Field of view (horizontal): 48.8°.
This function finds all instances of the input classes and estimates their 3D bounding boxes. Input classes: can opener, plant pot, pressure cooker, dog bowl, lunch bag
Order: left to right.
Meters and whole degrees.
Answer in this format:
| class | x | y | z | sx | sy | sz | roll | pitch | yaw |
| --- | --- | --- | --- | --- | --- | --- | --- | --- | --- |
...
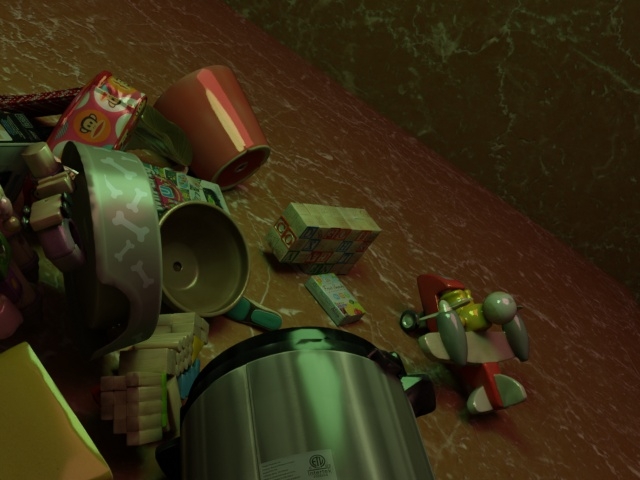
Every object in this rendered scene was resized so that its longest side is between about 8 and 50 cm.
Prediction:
| class | x | y | z | sx | sy | sz | roll | pitch | yaw |
| --- | --- | --- | --- | --- | --- | --- | --- | --- | --- |
| plant pot | -0.404 | 0.287 | 0.834 | 0.187 | 0.212 | 0.212 | -20 | 61 | -45 |
| can opener | -0.580 | -0.241 | 1.613 | 0.073 | 0.059 | 0.186 | 45 | 27 | 15 |
| lunch bag | -0.458 | -0.164 | 1.380 | 0.120 | 0.258 | 0.293 | 31 | 68 | -11 |
| dog bowl | -0.341 | 0.014 | 1.130 | 0.102 | 0.348 | 0.348 | -5 | 46 | -28 |
| plant pot | -0.265 | 0.045 | 1.439 | 0.237 | 0.110 | 0.237 | 13 | 70 | -40 |
| plant pot | -0.276 | -0.280 | 1.865 | 0.243 | 0.275 | 0.275 | 54 | 28 | 10 |
| pressure cooker | -0.019 | 0.331 | 1.039 | 0.370 | 0.375 | 0.420 | 20 | 32 | -27 |

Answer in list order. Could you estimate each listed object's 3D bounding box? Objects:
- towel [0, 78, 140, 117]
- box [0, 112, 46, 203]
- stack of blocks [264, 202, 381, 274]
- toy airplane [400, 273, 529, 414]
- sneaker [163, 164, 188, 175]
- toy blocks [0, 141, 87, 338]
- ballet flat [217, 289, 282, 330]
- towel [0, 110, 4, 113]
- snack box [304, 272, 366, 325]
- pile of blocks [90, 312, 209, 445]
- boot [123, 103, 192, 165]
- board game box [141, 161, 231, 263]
| class | x | y | z | sx | sy | sz | roll | pitch | yaw |
| --- | --- | --- | --- | --- | --- | --- | --- | --- | --- |
| towel | -0.540 | -0.306 | 1.542 | 0.275 | 0.031 | 0.199 | -7 | 3 | 1 |
| box | -0.650 | -0.136 | 1.232 | 0.087 | 0.169 | 0.290 | 49 | 26 | 16 |
| stack of blocks | 0.000 | 0.000 | 1.834 | 0.297 | 0.171 | 0.087 | 3 | 42 | -49 |
| toy airplane | 0.414 | 0.256 | 1.831 | 0.384 | 0.272 | 0.386 | 35 | 26 | -7 |
| sneaker | -0.358 | -0.150 | 1.767 | 0.070 | 0.051 | 0.134 | 53 | 20 | 0 |
| toy blocks | -0.474 | 0.043 | 1.078 | 0.288 | 0.309 | 0.260 | -116 | -173 | -55 |
| ballet flat | -0.160 | 0.152 | 1.534 | 0.168 | 0.057 | 0.052 | 30 | -1 | -24 |
| towel | -0.788 | -0.275 | 1.406 | 0.312 | 0.056 | 0.324 | 13 | 36 | -42 |
| snack box | 0.038 | 0.147 | 1.794 | 0.141 | 0.037 | 0.100 | 50 | 27 | 23 |
| pile of blocks | -0.290 | 0.233 | 1.192 | 0.113 | 0.149 | 0.362 | -4 | 14 | 10 |
| boot | -0.427 | -0.239 | 1.714 | 0.213 | 0.165 | 0.077 | 44 | 41 | -51 |
| board game box | -0.347 | -0.060 | 1.576 | 0.303 | 0.097 | 0.224 | 14 | 34 | -38 |
